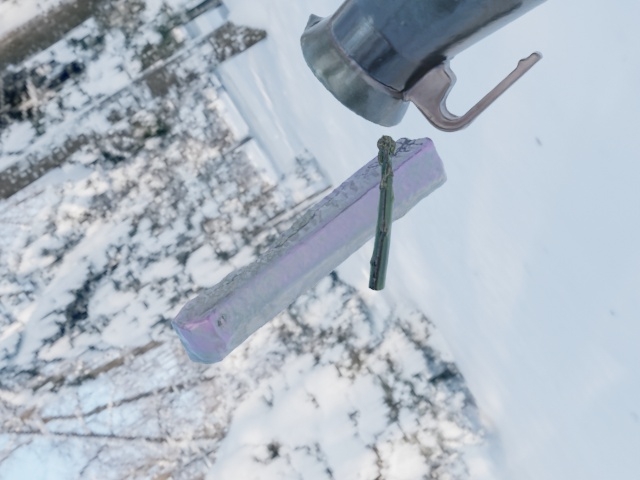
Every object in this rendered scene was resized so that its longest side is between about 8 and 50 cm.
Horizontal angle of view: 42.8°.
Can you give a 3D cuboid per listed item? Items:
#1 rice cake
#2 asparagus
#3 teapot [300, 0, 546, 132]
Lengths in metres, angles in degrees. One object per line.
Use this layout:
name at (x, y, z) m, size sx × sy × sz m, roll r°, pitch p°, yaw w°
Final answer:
rice cake at (0.000, 0.001, 0.953) m, size 0.064 × 0.399 × 0.070 m, roll 28°, pitch 152°, yaw 53°
asparagus at (0.049, -0.021, 0.648) m, size 0.015 × 0.018 × 0.127 m, roll -79°, pitch -8°, yaw -73°
teapot at (0.167, -0.326, 1.132) m, size 0.300 × 0.344 × 0.253 m, roll 49°, pitch -147°, yaw 5°
